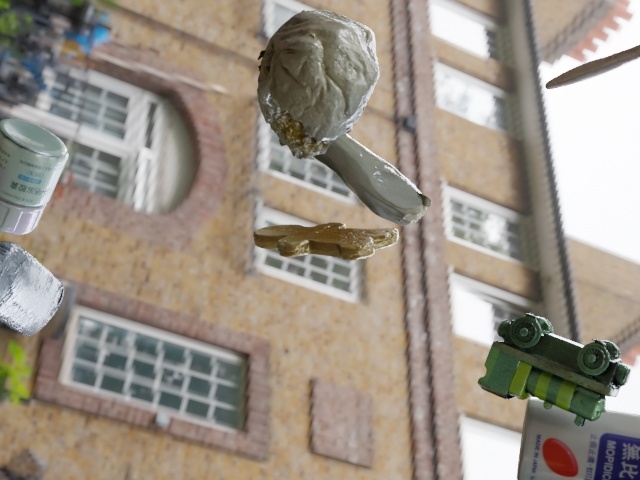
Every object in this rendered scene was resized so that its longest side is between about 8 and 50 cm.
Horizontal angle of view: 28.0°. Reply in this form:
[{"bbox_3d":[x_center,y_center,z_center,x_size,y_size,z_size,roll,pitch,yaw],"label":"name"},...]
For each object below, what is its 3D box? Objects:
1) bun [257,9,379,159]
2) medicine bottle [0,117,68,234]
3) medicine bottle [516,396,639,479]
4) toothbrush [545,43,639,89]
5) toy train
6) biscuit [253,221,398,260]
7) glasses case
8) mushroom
[{"bbox_3d":[-0.014,-0.305,2.368,0.281,0.205,0.281,-57,-166,22],"label":"bun"},{"bbox_3d":[-0.531,-0.110,2.249,0.168,0.135,0.135,-61,-155,20],"label":"medicine bottle"},{"bbox_3d":[0.464,0.317,1.876,0.130,0.341,0.130,8,90,-82],"label":"medicine bottle"},{"bbox_3d":[0.368,-0.221,1.472,0.307,0.025,0.029,-16,-102,54],"label":"toothbrush"},{"bbox_3d":[0.339,0.187,1.845,0.200,0.083,0.132,22,-87,28],"label":"toy train"},{"bbox_3d":[0.000,0.000,1.936,0.234,0.153,0.030,3,-77,33],"label":"biscuit"},{"bbox_3d":[-0.466,0.078,1.980,0.109,0.067,0.282,-58,165,-10],"label":"glasses case"},{"bbox_3d":[0.071,-0.149,2.554,0.097,0.351,0.109,-48,163,-1],"label":"mushroom"}]
